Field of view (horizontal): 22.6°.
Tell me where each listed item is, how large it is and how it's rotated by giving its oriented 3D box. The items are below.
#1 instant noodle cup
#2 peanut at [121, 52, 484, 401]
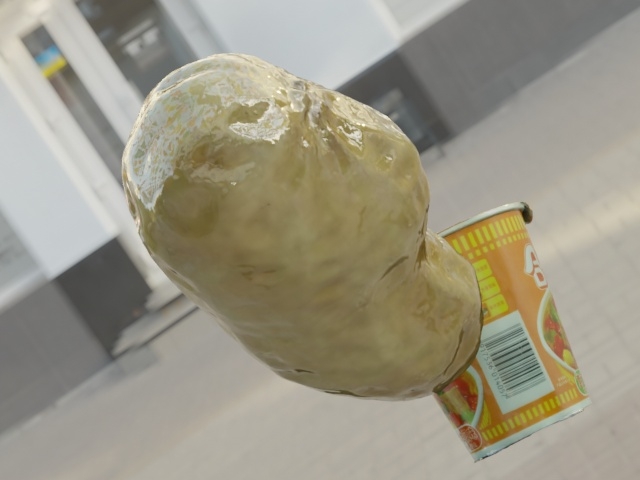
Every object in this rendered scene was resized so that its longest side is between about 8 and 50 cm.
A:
[{"bbox_3d":[0.144,0.084,1.387,0.168,0.185,0.168,-25,-8,-4],"label":"instant noodle cup"},{"bbox_3d":[0.000,0.000,1.171,0.192,0.387,0.169,-39,48,3],"label":"peanut"}]
